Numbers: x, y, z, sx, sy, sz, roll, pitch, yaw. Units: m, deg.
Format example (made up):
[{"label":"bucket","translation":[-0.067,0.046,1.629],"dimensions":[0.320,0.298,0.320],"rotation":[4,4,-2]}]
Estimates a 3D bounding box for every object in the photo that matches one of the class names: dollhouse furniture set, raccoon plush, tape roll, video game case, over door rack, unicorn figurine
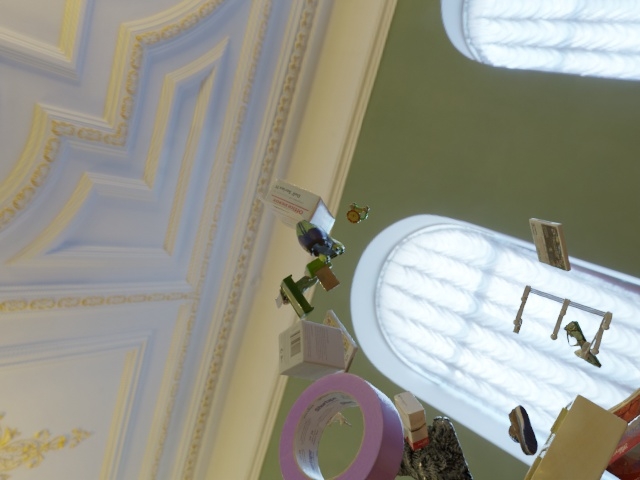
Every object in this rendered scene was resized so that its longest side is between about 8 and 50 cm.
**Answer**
[{"label":"dollhouse furniture set","translation":[-0.048,0.209,1.771],"dimensions":[0.197,0.151,0.301],"rotation":[-30,-13,-23]},{"label":"raccoon plush","translation":[0.317,0.741,1.451],"dimensions":[0.446,0.299,0.216],"rotation":[-64,-44,-83]},{"label":"tape roll","translation":[0.041,0.438,0.995],"dimensions":[0.090,0.275,0.275],"rotation":[44,-107,-34]},{"label":"video game case","translation":[0.063,0.441,1.898],"dimensions":[0.026,0.227,0.206],"rotation":[-3,-54,-31]},{"label":"over door rack","translation":[0.726,0.274,1.400],"dimensions":[0.108,0.239,0.324],"rotation":[-59,-29,-20]},{"label":"video game case","translation":[0.894,0.014,1.772],"dimensions":[0.022,0.173,0.190],"rotation":[-20,-77,-5]},{"label":"unicorn figurine","translation":[0.063,0.769,1.998],"dimensions":[0.060,0.162,0.111],"rotation":[20,-58,-31]}]

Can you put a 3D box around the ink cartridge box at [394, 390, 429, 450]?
[{"label":"ink cartridge box","translation":[0.274,0.540,1.370],"dimensions":[0.056,0.099,0.135],"rotation":[-16,-68,-12]}]

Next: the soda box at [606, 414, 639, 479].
[{"label":"soda box","translation":[0.762,0.450,1.027],"dimensions":[0.092,0.083,0.263],"rotation":[-39,-25,-49]}]

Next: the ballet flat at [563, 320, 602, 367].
[{"label":"ballet flat","translation":[0.894,0.364,1.562],"dimensions":[0.188,0.070,0.070],"rotation":[-90,-12,-49]}]

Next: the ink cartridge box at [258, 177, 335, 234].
[{"label":"ink cartridge box","translation":[-0.085,-0.124,1.786],"dimensions":[0.119,0.207,0.353],"rotation":[-63,-18,-8]}]

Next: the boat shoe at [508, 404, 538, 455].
[{"label":"boat shoe","translation":[0.649,0.623,1.470],"dimensions":[0.066,0.066,0.183],"rotation":[-47,7,29]}]

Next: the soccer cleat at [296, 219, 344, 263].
[{"label":"soccer cleat","translation":[0.001,-0.001,1.452],"dimensions":[0.093,0.121,0.289],"rotation":[-34,-18,9]}]

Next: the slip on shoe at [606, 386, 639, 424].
[{"label":"slip on shoe","translation":[1.163,0.608,1.634],"dimensions":[0.331,0.101,0.123],"rotation":[-43,-60,13]}]

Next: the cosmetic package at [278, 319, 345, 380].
[{"label":"cosmetic package","translation":[-0.032,0.389,1.594],"dimensions":[0.183,0.151,0.151],"rotation":[21,-131,-31]}]

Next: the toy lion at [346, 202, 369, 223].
[{"label":"toy lion","translation":[0.167,-0.119,2.073],"dimensions":[0.034,0.100,0.096],"rotation":[-39,-41,-53]}]

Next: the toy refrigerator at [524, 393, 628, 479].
[{"label":"toy refrigerator","translation":[0.416,0.411,0.793],"dimensions":[0.269,0.094,0.102],"rotation":[-52,-29,-13]}]
